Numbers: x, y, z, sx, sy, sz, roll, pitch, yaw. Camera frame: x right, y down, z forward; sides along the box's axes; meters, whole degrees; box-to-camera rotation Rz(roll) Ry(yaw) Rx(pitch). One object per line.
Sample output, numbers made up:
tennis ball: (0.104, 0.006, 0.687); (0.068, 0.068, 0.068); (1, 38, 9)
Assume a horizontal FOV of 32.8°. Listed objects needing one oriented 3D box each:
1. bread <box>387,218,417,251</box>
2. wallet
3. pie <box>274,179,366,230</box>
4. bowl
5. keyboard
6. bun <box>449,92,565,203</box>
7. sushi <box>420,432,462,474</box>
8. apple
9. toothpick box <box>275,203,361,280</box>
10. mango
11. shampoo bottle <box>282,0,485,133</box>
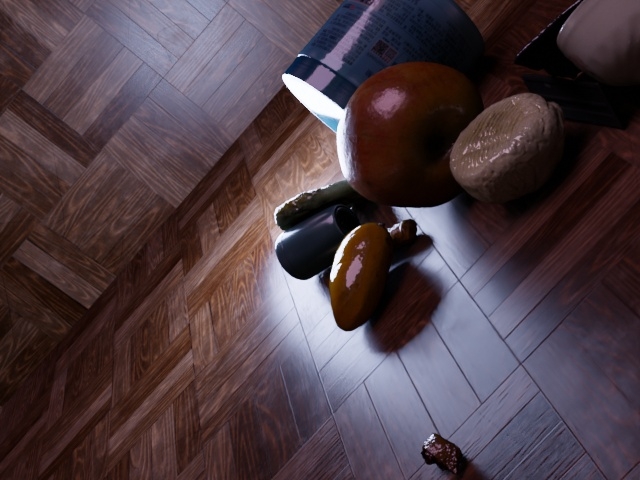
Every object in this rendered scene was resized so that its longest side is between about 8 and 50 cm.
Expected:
bread: (0.135, 0.003, 2.190); (0.157, 0.044, 0.052); (-31, 25, 43)
wallet: (0.470, -0.365, 1.859); (0.247, 0.041, 0.323); (-38, -19, 29)
pie: (0.005, -0.081, 2.447); (0.241, 0.054, 0.240); (-21, -8, -3)
bowl: (0.529, -0.340, 1.722); (0.277, 0.145, 0.277); (-31, -16, -10)
keyboard: (0.418, -0.253, 1.949); (0.041, 0.103, 0.381); (-40, 20, -13)
bun: (0.340, -0.157, 1.899); (0.220, 0.134, 0.220); (-36, 25, 20)
sushi: (0.171, 0.308, 1.574); (0.047, 0.050, 0.099); (-59, 10, -3)
apple: (0.179, -0.205, 2.080); (0.301, 0.301, 0.301); (-43, 21, 21)
toothpick box: (0.000, 0.000, 2.380); (0.184, 0.120, 0.120); (-33, 26, 35)
mango: (0.076, 0.073, 2.108); (0.147, 0.109, 0.227); (-24, 45, 58)
shampoo bottle: (0.146, -0.398, 2.449); (0.342, 0.331, 0.331); (-52, 20, -3)
